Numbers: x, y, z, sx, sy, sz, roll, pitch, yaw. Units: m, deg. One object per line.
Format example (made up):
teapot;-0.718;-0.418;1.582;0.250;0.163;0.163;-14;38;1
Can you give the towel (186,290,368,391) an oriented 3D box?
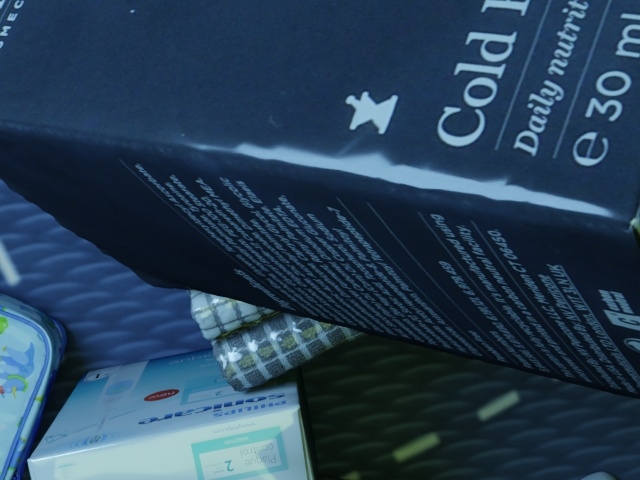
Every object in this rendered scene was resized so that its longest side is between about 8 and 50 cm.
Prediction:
towel;0.000;0.000;1.073;0.235;0.283;0.121;-26;111;3

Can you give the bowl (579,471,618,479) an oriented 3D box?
bowl;0.278;0.322;1.227;0.142;0.053;0.142;-39;97;1

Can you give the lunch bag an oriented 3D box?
lunch bag;-0.349;0.151;1.165;0.176;0.090;0.218;21;95;-3

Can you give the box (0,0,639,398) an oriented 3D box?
box;0.086;-0.191;0.785;0.472;0.297;0.479;10;71;35

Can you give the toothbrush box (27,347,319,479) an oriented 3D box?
toothbrush box;-0.114;0.185;1.075;0.217;0.295;0.126;-11;98;0

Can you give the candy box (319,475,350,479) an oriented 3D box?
candy box;0.027;0.321;1.208;0.234;0.071;0.159;10;95;-3
